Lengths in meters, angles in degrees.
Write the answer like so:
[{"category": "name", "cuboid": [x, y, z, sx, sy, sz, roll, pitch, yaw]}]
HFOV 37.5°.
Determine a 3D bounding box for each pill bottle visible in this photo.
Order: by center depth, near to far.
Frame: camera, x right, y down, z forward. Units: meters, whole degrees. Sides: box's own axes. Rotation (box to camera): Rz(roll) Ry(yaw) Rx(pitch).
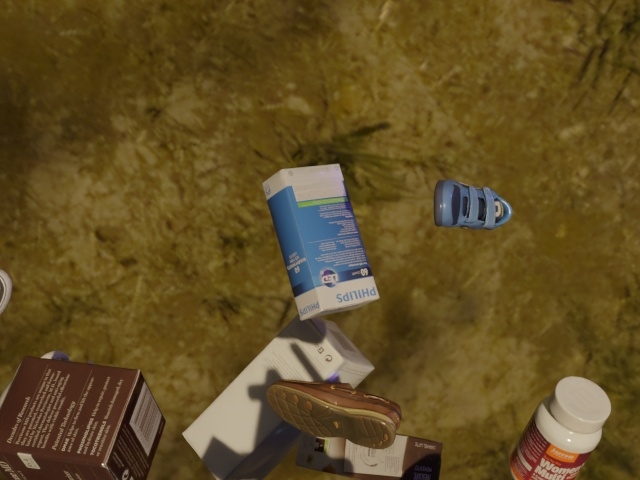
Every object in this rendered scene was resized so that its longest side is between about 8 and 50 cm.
[{"category": "pill bottle", "cuboid": [0.428, 0.352, 1.686, 0.121, 0.121, 0.221, -14, 139, -30]}]

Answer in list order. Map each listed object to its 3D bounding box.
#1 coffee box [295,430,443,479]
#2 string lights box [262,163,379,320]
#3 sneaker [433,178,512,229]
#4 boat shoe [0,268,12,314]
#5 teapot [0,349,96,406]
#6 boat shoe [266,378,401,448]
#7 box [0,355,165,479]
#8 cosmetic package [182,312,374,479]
[{"category": "coffee box", "cuboid": [0.094, 0.416, 1.834, 0.141, 0.246, 0.098, 22, 74, -50]}, {"category": "string lights box", "cuboid": [0.000, 0.000, 1.682, 0.133, 0.259, 0.077, -8, 167, -36]}, {"category": "sneaker", "cuboid": [0.164, -0.038, 1.026, 0.144, 0.059, 0.053, 0, 95, -61]}, {"category": "boat shoe", "cuboid": [-0.642, 0.136, 1.665, 0.228, 0.080, 0.076, -36, -178, 13]}, {"category": "teapot", "cuboid": [-0.535, 0.334, 1.985, 0.252, 0.256, 0.187, 40, 78, -21]}, {"category": "boat shoe", "cuboid": [0.018, 0.213, 1.205, 0.060, 0.178, 0.064, -53, 150, -51]}, {"category": "box", "cuboid": [-0.375, 0.301, 1.472, 0.203, 0.167, 0.168, 4, 142, 13]}, {"category": "cosmetic package", "cuboid": [-0.089, 0.351, 2.072, 0.385, 0.156, 0.217, -44, 156, 6]}]
